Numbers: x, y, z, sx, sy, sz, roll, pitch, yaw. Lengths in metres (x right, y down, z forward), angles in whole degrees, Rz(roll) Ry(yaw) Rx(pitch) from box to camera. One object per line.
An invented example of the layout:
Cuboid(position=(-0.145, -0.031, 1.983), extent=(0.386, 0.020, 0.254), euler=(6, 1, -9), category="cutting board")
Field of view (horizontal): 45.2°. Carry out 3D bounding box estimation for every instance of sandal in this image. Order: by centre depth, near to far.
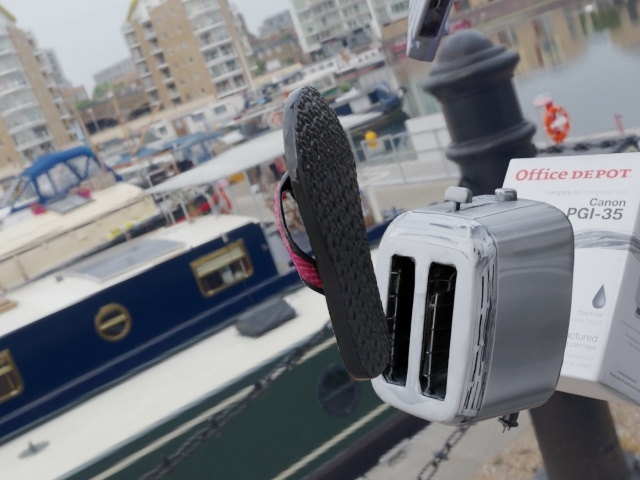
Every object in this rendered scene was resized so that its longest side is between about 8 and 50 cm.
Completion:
Cuboid(position=(0.000, 0.000, 0.454), extent=(0.040, 0.179, 0.067), euler=(-6, 15, 30), category="sandal")

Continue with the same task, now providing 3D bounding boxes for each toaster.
Cuboid(position=(0.128, 0.067, 0.666), extent=(0.147, 0.226, 0.129), euler=(-3, 12, -44), category="toaster")

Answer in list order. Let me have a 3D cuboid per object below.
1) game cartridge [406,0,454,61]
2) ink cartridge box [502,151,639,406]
Cuboid(position=(0.199, -0.472, 1.140), extent=(0.068, 0.355, 0.230), euler=(13, 56, -2), category="game cartridge")
Cuboid(position=(0.310, 0.040, 0.956), extent=(0.207, 0.117, 0.282), euler=(3, 69, 49), category="ink cartridge box")
